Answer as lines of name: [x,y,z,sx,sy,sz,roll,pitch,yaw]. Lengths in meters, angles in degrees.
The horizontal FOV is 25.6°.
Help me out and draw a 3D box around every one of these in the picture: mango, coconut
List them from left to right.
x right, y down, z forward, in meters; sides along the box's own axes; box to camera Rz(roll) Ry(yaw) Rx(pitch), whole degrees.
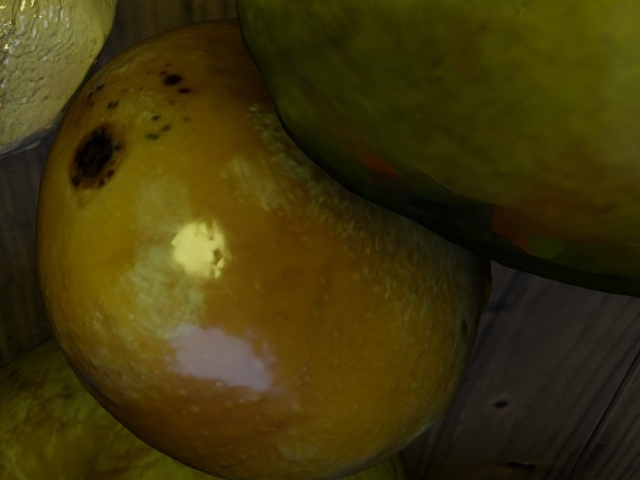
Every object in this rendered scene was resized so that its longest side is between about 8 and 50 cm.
coconut: [-0.140,-0.083,0.542,0.110,0.110,0.124,11,138,-25]
mango: [0.000,0.000,0.599,0.146,0.193,0.316,-26,171,26]

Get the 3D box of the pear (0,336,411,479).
pear: [-0.084,0.182,0.802,0.303,0.304,0.304,-4,148,-3]

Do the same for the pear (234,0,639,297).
pear: [0.136,-0.098,0.427,0.321,0.269,0.269,-12,148,11]
